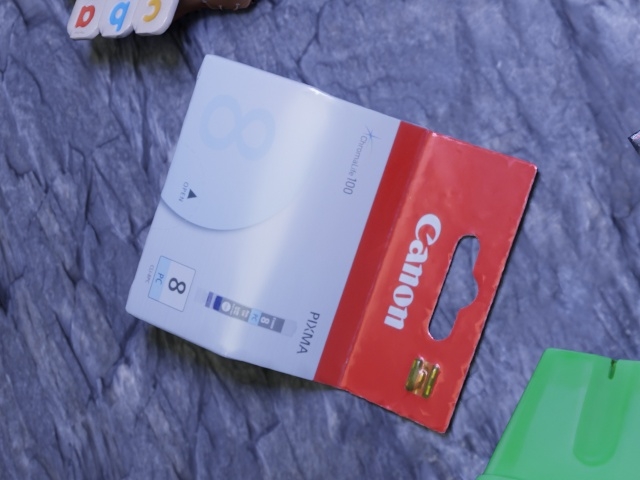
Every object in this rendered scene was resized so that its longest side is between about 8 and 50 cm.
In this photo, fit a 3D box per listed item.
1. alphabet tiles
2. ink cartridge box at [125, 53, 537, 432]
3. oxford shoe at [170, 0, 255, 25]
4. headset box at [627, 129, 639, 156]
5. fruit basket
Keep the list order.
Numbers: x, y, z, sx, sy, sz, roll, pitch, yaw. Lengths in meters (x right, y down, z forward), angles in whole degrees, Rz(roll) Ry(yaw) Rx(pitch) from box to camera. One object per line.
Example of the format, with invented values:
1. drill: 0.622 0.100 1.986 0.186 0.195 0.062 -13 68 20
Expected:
1. alphabet tiles: -0.193 -0.357 1.398 0.284 0.021 0.278 4 71 38
2. ink cartridge box: 0.000 0.000 1.299 0.385 0.091 0.308 21 95 25
3. oxford shoe: -0.119 -0.290 1.388 0.212 0.076 0.076 -27 112 29
4. headset box: 0.350 -0.082 1.175 0.062 0.032 0.083 -35 74 19
5. fruit basket: 0.320 0.311 1.054 0.392 0.283 0.392 -8 66 19
